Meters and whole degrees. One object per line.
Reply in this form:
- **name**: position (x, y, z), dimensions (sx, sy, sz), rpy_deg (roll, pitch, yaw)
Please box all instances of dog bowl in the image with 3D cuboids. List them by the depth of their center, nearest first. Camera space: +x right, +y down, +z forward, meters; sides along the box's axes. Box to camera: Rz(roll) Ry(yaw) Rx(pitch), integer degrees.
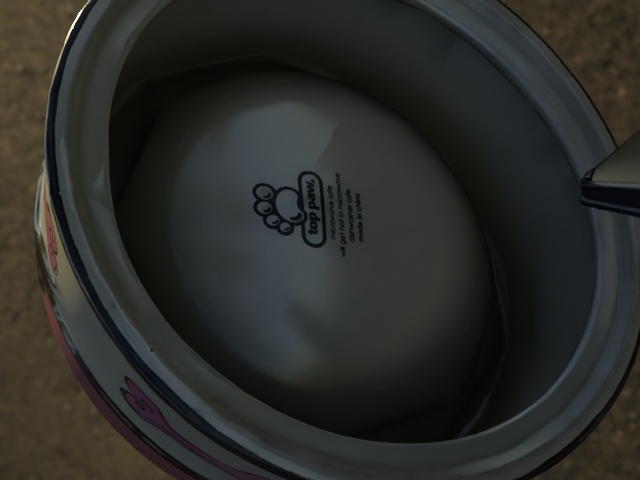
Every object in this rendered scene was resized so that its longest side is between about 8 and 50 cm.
- **dog bowl**: position (0.000, 0.000, 1.257), dimensions (0.150, 0.408, 0.408), rpy_deg (133, 154, -53)

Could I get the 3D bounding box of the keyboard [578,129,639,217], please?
- **keyboard**: position (0.295, -0.103, 1.004), dimensions (0.317, 0.033, 0.201), rpy_deg (-38, 18, -18)
